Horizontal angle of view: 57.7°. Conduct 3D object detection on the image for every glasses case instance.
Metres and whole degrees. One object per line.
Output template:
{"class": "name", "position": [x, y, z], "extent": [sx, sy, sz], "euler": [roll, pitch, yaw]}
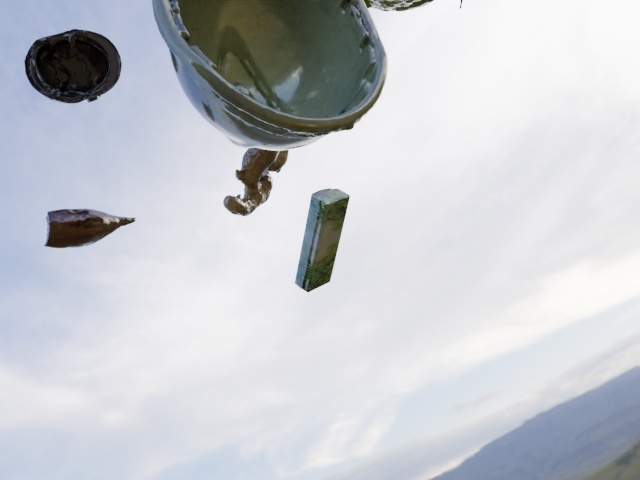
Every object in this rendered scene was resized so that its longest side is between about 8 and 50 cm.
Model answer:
{"class": "glasses case", "position": [0.000, 0.000, 1.501], "extent": [0.095, 0.062, 0.272], "euler": [-22, -45, -44]}

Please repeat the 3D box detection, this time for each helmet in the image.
{"class": "helmet", "position": [-0.342, -0.237, 0.809], "extent": [0.123, 0.098, 0.070], "euler": [-15, 8, -19]}
{"class": "helmet", "position": [-0.061, -0.178, 0.542], "extent": [0.204, 0.257, 0.137], "euler": [-8, -19, -28]}

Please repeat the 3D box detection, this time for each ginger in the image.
{"class": "ginger", "position": [-0.098, -0.165, 1.103], "extent": [0.258, 0.065, 0.149], "euler": [-63, -9, 9]}

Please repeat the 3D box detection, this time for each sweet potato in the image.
{"class": "sweet potato", "position": [-0.284, -0.019, 0.720], "extent": [0.117, 0.049, 0.049], "euler": [-11, -33, -39]}

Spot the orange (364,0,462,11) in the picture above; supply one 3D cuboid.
{"class": "orange", "position": [0.078, -0.463, 0.791], "extent": [0.223, 0.300, 0.301], "euler": [-8, -7, 26]}
